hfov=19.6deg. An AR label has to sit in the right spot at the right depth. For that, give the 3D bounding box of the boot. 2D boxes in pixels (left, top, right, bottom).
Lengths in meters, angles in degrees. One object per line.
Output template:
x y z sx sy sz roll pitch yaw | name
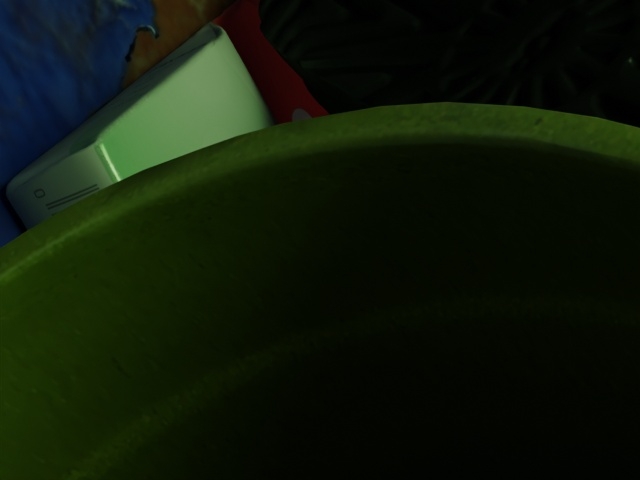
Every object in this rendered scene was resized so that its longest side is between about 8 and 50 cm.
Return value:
0.136 0.014 0.666 0.260 0.131 0.348 49 2 -36 | boot

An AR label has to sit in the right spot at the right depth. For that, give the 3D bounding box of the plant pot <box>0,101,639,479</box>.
0.061 0.212 0.469 0.353 0.366 0.366 44 43 -48 | plant pot

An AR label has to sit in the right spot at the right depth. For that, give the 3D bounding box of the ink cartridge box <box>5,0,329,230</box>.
0.000 0.000 0.703 0.181 0.056 0.225 60 39 -14 | ink cartridge box
